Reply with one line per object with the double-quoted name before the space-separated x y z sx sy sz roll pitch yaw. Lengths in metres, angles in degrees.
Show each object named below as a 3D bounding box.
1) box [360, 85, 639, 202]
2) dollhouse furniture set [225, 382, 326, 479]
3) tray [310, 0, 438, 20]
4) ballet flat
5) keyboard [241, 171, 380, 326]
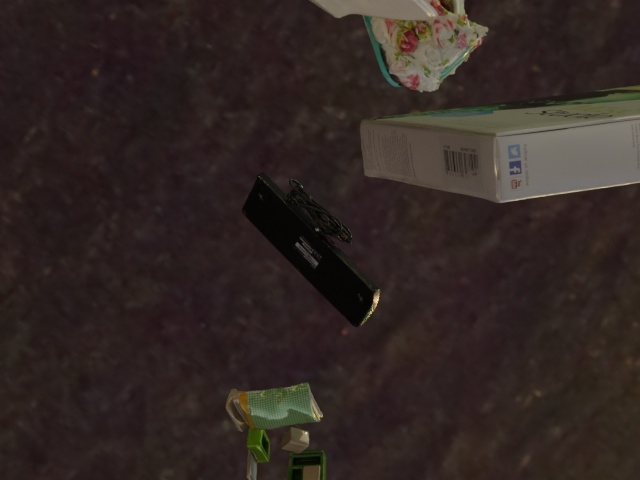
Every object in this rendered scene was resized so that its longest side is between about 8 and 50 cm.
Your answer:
"box" 0.225 -0.088 1.177 0.322 0.232 0.059 -7 100 -23
"dollhouse furniture set" -0.032 0.187 1.256 0.152 0.076 0.059 69 20 -54
"tray" -0.064 -0.154 0.540 0.030 0.145 0.270 -54 150 6
"ballet flat" 0.046 -0.216 0.940 0.077 0.241 0.091 -24 175 24
"keyboard" 0.000 0.000 1.547 0.038 0.192 0.100 -37 167 -38
